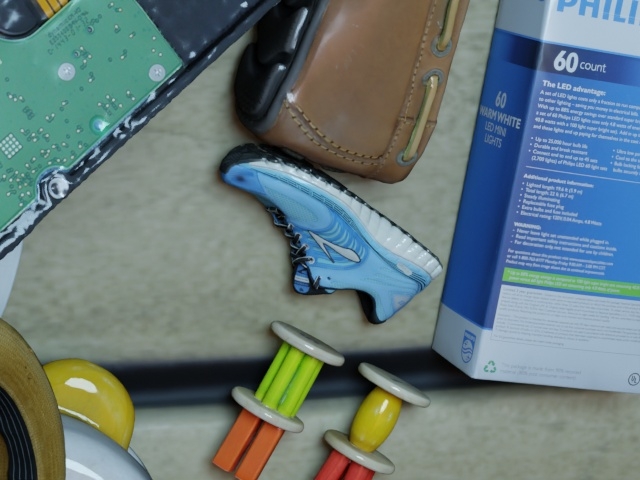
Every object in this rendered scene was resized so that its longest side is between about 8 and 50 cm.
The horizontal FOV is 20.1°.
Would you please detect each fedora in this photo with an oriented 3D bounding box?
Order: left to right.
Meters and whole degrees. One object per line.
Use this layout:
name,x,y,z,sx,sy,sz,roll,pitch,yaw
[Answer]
fedora,-0.211,0.126,0.928,0.194,0.079,0.194,-13,106,-57

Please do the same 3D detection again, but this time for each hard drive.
hard drive,-0.152,-0.156,0.875,0.339,0.064,0.237,-46,111,-20

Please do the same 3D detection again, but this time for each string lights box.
string lights box,0.168,-0.038,1.170,0.133,0.077,0.259,7,100,-20

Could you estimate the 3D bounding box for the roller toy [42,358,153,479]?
roller toy,-0.183,0.189,1.068,0.191,0.146,0.209,-17,98,-9

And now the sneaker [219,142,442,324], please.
sneaker,0.000,0.000,1.131,0.162,0.063,0.073,35,93,-22

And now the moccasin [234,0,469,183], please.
moccasin,0.081,-0.214,1.068,0.147,0.139,0.380,17,97,-22

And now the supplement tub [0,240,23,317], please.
supplement tub,-0.310,-0.028,0.938,0.272,0.191,0.191,8,100,-31

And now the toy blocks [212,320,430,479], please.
toy blocks,-0.014,0.141,1.162,0.123,0.054,0.148,27,93,-22
